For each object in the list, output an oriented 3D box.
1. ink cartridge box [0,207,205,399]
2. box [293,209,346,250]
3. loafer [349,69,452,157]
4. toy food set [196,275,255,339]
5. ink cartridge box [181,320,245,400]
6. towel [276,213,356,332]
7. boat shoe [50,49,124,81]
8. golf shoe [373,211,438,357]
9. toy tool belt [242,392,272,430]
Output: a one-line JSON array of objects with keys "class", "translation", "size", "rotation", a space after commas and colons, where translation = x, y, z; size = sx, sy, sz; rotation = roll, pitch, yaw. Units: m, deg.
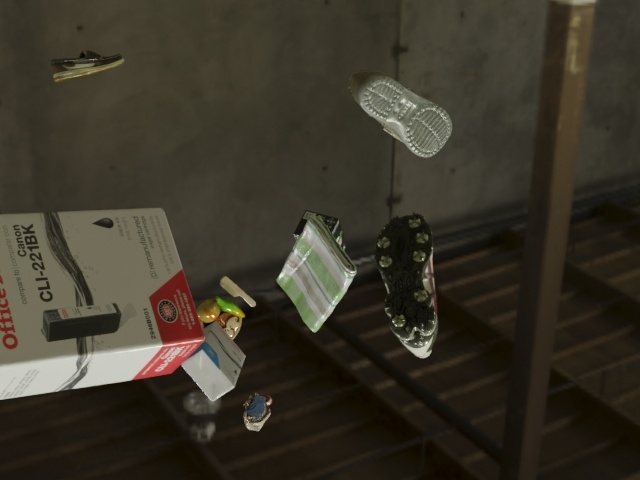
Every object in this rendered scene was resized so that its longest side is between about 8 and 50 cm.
[{"class": "ink cartridge box", "translation": [-0.307, 0.073, 1.163], "size": [0.272, 0.114, 0.197], "rotation": [-5, -116, -37]}, {"class": "box", "translation": [0.000, 0.000, 1.533], "size": [0.062, 0.083, 0.052], "rotation": [16, -119, 22]}, {"class": "loafer", "translation": [0.139, -0.230, 1.648], "size": [0.251, 0.094, 0.087], "rotation": [33, -169, -45]}, {"class": "toy food set", "translation": [-0.229, 0.185, 2.092], "size": [0.192, 0.132, 0.038], "rotation": [-50, -144, -4]}, {"class": "ink cartridge box", "translation": [-0.214, 0.236, 1.938], "size": [0.060, 0.104, 0.180], "rotation": [-35, -168, 15]}, {"class": "towel", "translation": [-0.010, 0.050, 1.377], "size": [0.023, 0.152, 0.113], "rotation": [-14, -121, -38]}, {"class": "boat shoe", "translation": [-0.456, -0.350, 1.864], "size": [0.152, 0.049, 0.056], "rotation": [-25, -165, -38]}, {"class": "golf shoe", "translation": [0.156, 0.077, 1.686], "size": [0.105, 0.120, 0.273], "rotation": [-7, -127, 12]}, {"class": "toy tool belt", "translation": [-0.121, 0.319, 1.815], "size": [0.052, 0.051, 0.083], "rotation": [1, -138, 29]}]
